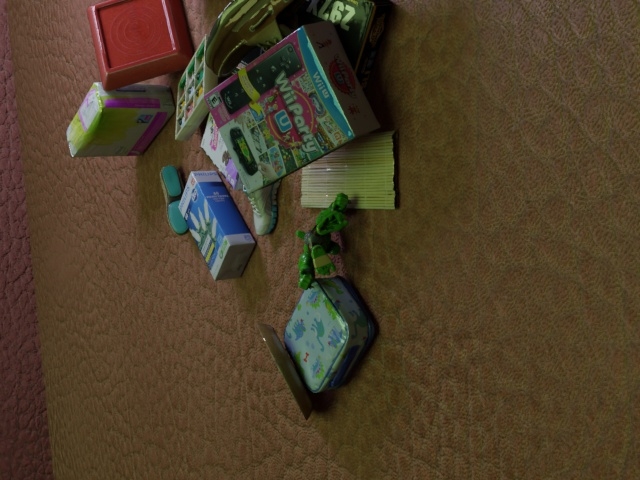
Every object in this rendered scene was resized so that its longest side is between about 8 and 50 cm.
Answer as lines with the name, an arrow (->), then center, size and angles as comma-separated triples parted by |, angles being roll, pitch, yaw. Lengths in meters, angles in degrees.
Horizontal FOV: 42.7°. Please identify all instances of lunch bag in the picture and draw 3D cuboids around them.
lunch bag -> 0.015, 0.198, 1.693 | 0.176, 0.090, 0.219 | 55, 135, 36

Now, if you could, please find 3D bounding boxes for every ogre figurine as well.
ogre figurine -> 0.000, 0.000, 1.654 | 0.118, 0.097, 0.197 | -168, 83, -79

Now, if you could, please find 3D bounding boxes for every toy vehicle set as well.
toy vehicle set -> -0.310, -0.375, 2.048 | 0.267, 0.035, 0.166 | 145, 128, -61

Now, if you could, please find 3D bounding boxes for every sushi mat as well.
sushi mat -> 0.050, -0.140, 1.660 | 0.316, 0.019, 0.151 | 5, 99, 54

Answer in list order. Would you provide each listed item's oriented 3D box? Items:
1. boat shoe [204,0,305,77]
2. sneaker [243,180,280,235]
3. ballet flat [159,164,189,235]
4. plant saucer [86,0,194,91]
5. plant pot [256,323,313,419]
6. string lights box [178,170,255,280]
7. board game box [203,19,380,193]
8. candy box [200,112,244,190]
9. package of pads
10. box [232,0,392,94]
boat shoe -> -0.101, -0.418, 1.530 | 0.120, 0.122, 0.324 | 45, 128, 1
sneaker -> -0.144, -0.101, 1.883 | 0.071, 0.083, 0.191 | 29, 118, 48
ballet flat -> -0.395, -0.106, 2.261 | 0.067, 0.073, 0.206 | 113, 147, -75
plant saucer -> -0.485, -0.552, 2.171 | 0.048, 0.259, 0.258 | 57, -163, -76
plant pot -> -0.073, 0.280, 1.788 | 0.236, 0.032, 0.236 | 61, 175, 10
string lights box -> -0.264, -0.040, 2.061 | 0.260, 0.077, 0.133 | 58, 138, 32
board game box -> -0.062, -0.250, 1.574 | 0.303, 0.097, 0.224 | -24, 92, 40
candy box -> -0.200, -0.241, 1.949 | 0.196, 0.070, 0.165 | 50, 132, 39
package of pads -> -0.578, -0.336, 2.330 | 0.296, 0.229, 0.101 | -37, 65, 51
box -> -0.038, -0.402, 1.613 | 0.322, 0.079, 0.257 | 33, 121, 24
